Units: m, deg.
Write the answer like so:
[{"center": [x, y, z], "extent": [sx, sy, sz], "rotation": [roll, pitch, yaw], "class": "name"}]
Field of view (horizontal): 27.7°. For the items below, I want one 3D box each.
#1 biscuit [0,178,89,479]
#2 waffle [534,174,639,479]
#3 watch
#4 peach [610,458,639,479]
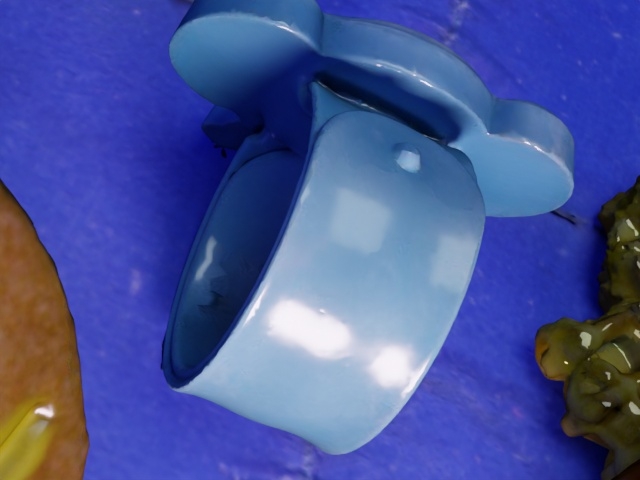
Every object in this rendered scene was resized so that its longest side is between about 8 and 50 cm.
[{"center": [-0.260, 0.058, 0.364], "extent": [0.394, 0.350, 0.070], "rotation": [-13, 26, -26], "class": "biscuit"}, {"center": [0.239, 0.056, 0.804], "extent": [0.249, 0.056, 0.253], "rotation": [14, 59, -24], "class": "waffle"}, {"center": [0.000, 0.000, 0.630], "extent": [0.211, 0.211, 0.193], "rotation": [24, 68, -16], "class": "watch"}, {"center": [0.263, 0.231, 0.592], "extent": [0.281, 0.281, 0.338], "rotation": [-24, 83, -38], "class": "peach"}]
